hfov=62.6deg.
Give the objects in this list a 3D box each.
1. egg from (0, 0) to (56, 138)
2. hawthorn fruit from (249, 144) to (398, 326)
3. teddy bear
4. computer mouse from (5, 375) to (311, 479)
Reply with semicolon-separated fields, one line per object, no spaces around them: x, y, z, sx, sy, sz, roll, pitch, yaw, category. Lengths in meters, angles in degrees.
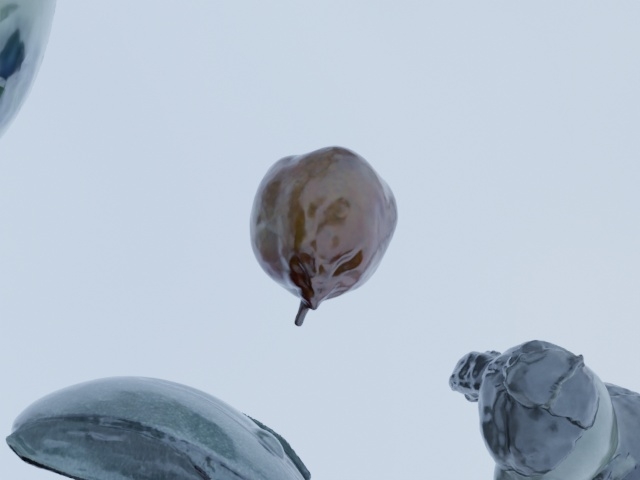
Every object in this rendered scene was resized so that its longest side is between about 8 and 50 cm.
-0.318;-0.211;0.266;0.345;0.345;0.428;-40;-49;-38;egg
0.000;0.000;0.727;0.208;0.208;0.248;30;-129;-33;hawthorn fruit
0.206;0.176;0.482;0.251;0.171;0.144;27;-99;-20;teddy bear
-0.180;0.234;0.638;0.374;0.203;0.114;12;-102;3;computer mouse
